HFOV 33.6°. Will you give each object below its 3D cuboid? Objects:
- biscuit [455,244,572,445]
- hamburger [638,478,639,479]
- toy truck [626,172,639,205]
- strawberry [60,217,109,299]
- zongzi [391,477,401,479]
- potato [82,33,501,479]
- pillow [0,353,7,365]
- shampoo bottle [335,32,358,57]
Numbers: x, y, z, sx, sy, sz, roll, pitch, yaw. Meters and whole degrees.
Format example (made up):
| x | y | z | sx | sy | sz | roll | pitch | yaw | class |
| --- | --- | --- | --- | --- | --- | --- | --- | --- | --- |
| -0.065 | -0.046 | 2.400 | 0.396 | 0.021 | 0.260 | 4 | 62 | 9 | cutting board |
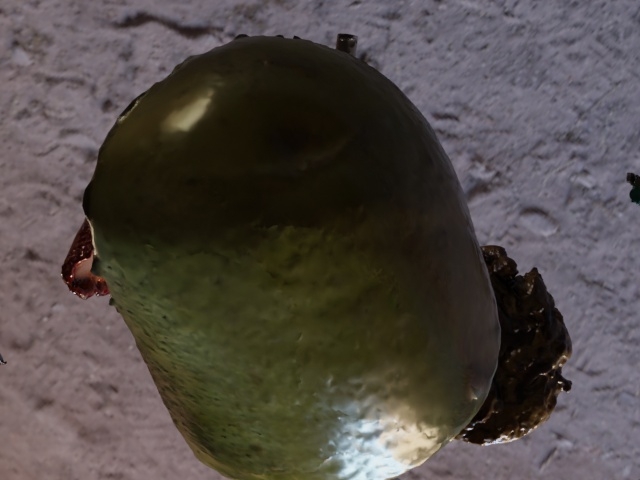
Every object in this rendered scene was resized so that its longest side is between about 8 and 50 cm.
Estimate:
| x | y | z | sx | sy | sz | roll | pitch | yaw | class |
| --- | --- | --- | --- | --- | --- | --- | --- | --- | --- |
| 0.274 | 0.167 | 1.755 | 0.081 | 0.289 | 0.334 | 105 | 149 | -77 | biscuit |
| 0.380 | 0.290 | 1.051 | 0.165 | 0.137 | 0.087 | 15 | 104 | -10 | hamburger |
| 0.412 | -0.065 | 1.353 | 0.039 | 0.083 | 0.044 | 4 | 92 | 21 | toy truck |
| -0.218 | 0.003 | 1.081 | 0.048 | 0.152 | 0.104 | 18 | 121 | 21 | strawberry |
| -0.079 | 0.506 | 1.683 | 0.466 | 0.500 | 0.218 | -30 | 64 | 12 | zongzi |
| 0.000 | 0.000 | 0.772 | 0.212 | 0.330 | 0.280 | 17 | 156 | 39 | potato |
| -0.490 | 0.097 | 1.352 | 0.141 | 0.055 | 0.208 | 25 | 157 | 23 | pillow |
| 0.028 | -0.214 | 1.532 | 0.040 | 0.079 | 0.165 | -167 | 83 | -66 | shampoo bottle |
